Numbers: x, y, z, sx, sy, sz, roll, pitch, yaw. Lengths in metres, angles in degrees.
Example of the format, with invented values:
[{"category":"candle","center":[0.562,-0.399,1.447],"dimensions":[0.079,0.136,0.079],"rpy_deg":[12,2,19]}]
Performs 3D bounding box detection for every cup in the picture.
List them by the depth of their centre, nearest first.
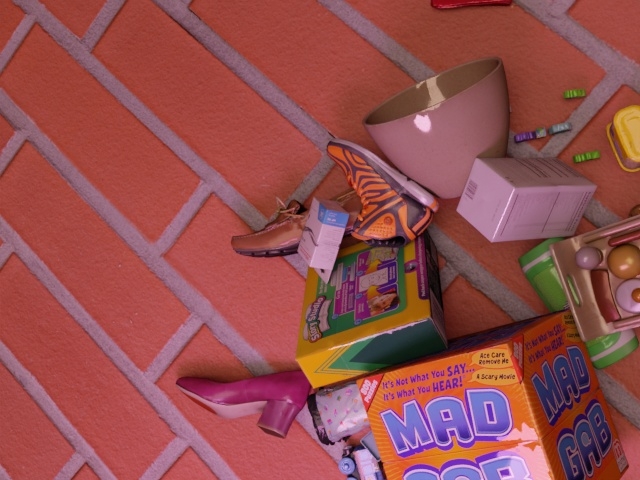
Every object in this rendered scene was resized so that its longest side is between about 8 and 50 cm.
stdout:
[{"category":"cup","center":[0.295,-0.237,1.580],"dimensions":[0.331,0.331,0.236],"rpy_deg":[-22,109,17]}]

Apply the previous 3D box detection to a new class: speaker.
[{"category":"speaker","center":[0.574,0.134,1.550],"dimensions":[0.131,0.131,0.296],"rpy_deg":[-36,78,15]}]

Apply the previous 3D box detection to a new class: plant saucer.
[{"category":"plant saucer","center":[0.189,0.452,1.699],"dimensions":[0.192,0.018,0.067],"rpy_deg":[-40,76,-9]}]

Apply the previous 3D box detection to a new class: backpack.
[{"category":"backpack","center":[0.068,0.421,1.724],"dimensions":[0.182,0.115,0.151],"rpy_deg":[-24,79,14]}]

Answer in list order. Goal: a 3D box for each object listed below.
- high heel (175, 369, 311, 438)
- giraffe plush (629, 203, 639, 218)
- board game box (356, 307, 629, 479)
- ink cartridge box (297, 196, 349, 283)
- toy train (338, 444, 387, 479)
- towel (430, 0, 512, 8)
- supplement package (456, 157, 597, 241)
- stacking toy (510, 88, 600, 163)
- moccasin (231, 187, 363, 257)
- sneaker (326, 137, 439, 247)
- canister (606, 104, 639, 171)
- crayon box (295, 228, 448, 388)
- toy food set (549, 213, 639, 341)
[{"category":"high heel","center":[-0.205,0.387,1.848],"dimensions":[0.378,0.127,0.181],"rpy_deg":[15,61,25]},{"category":"giraffe plush","center":[0.754,-0.033,1.466],"dimensions":[0.182,0.170,0.210],"rpy_deg":[15,94,18]},{"category":"board game box","center":[0.361,0.382,1.445],"dimensions":[0.356,0.357,0.356],"rpy_deg":[-23,82,37]},{"category":"ink cartridge box","center":[0.000,0.000,1.638],"dimensions":[0.060,0.104,0.180],"rpy_deg":[11,106,-23]},{"category":"toy train","center":[0.113,0.596,1.726],"dimensions":[0.105,0.080,0.184],"rpy_deg":[-17,83,12]},{"category":"towel","center":[0.373,-0.700,1.684],"dimensions":[0.199,0.031,0.274],"rpy_deg":[4,90,18]},{"category":"supplement package","center":[0.447,-0.092,1.506],"dimensions":[0.134,0.244,0.138],"rpy_deg":[52,136,46]},{"category":"stacking toy","center":[0.520,-0.250,1.618],"dimensions":[0.221,0.052,0.166],"rpy_deg":[-10,87,17]},{"category":"moccasin","center":[-0.050,-0.049,1.759],"dimensions":[0.380,0.139,0.146],"rpy_deg":[-18,83,17]},{"category":"sneaker","center":[0.103,-0.103,1.629],"dimensions":[0.321,0.124,0.180],"rpy_deg":[38,90,25]},{"category":"canister","center":[0.674,-0.218,1.498],"dimensions":[0.073,0.170,0.126],"rpy_deg":[-22,82,18]},{"category":"crayon box","center":[0.115,0.139,1.594],"dimensions":[0.313,0.362,0.106],"rpy_deg":[-21,120,18]},{"category":"toy food set","center":[0.638,0.061,1.385],"dimensions":[0.306,0.092,0.219],"rpy_deg":[-24,78,36]}]
